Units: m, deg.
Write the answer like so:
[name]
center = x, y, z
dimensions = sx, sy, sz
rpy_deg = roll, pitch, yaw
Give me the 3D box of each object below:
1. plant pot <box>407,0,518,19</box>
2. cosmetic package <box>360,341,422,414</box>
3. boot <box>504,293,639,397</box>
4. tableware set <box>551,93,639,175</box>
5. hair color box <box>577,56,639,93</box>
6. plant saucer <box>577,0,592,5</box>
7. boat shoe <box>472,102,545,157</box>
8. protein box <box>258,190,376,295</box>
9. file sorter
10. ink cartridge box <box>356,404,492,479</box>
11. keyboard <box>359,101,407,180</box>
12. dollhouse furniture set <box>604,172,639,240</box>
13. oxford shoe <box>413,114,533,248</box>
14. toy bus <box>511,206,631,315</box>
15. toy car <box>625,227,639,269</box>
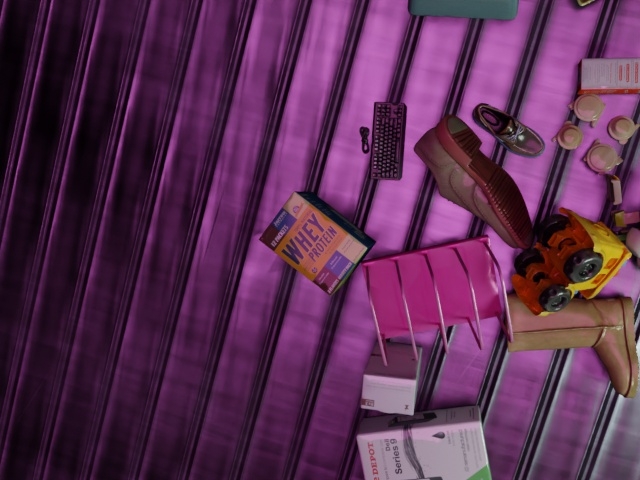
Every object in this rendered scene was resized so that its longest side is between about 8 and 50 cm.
[plant pot]
center = 0.310, -0.617, 1.367
dimensions = 0.247, 0.252, 0.247
rpy_deg = 7, 97, 10
[cosmetic package]
center = 0.164, 0.304, 1.484
dimensions = 0.117, 0.231, 0.085
rpy_deg = 5, 99, 10
[boot]
center = 0.557, 0.234, 1.482
dimensions = 0.270, 0.089, 0.236
rpy_deg = -3, 82, 10
[tableware set]
center = 0.608, -0.238, 1.458
dimensions = 0.169, 0.020, 0.141
rpy_deg = 38, 95, 10
[hair color box]
center = 0.635, -0.356, 1.429
dimensions = 0.141, 0.043, 0.072
rpy_deg = 2, 87, 11
[plant saucer]
center = 0.600, -0.628, 1.397
dimensions = 0.188, 0.045, 0.188
rpy_deg = -26, 107, 12
[boat shoe]
center = 0.419, -0.243, 1.472
dimensions = 0.183, 0.066, 0.066
rpy_deg = 31, 100, 7
[protein box]
center = 0.000, 0.000, 1.505
dimensions = 0.201, 0.200, 0.136
rpy_deg = 38, 100, 6
[file sorter]
center = 0.254, 0.139, 1.440
dimensions = 0.291, 0.182, 0.202
rpy_deg = -12, 110, 6
[ink cartridge box]
center = 0.245, 0.519, 1.543
dimensions = 0.289, 0.121, 0.211
rpy_deg = -10, 92, 12
[keyboard]
center = 0.143, -0.234, 1.549
dimensions = 0.108, 0.023, 0.180
rpy_deg = 5, 95, 11
[dollhouse furniture set]
center = 0.664, -0.076, 1.437
dimensions = 0.059, 0.076, 0.151
rpy_deg = -9, 103, 14
[oxford shoe]
center = 0.349, -0.115, 1.493
dimensions = 0.130, 0.123, 0.348
rpy_deg = -33, 94, 43
[toy bus]
center = 0.556, 0.058, 1.427
dimensions = 0.211, 0.149, 0.220
rpy_deg = 10, 125, -27
[toy car]
center = 0.746, 0.010, 1.374
dimensions = 0.159, 0.136, 0.182
rpy_deg = -39, 124, 8
